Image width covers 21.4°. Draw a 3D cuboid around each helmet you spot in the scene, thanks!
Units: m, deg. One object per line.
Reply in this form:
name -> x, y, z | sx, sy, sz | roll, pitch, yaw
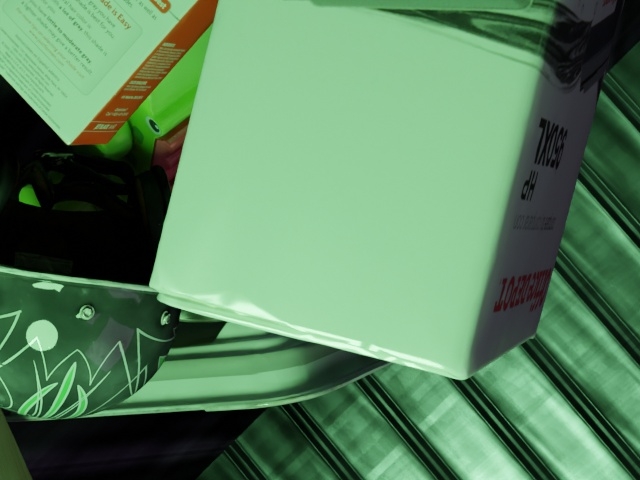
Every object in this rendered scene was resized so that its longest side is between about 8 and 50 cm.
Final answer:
helmet -> -0.161, 0.031, 1.035 | 0.169, 0.161, 0.169 | -3, 151, -2

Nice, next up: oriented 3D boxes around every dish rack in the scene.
dish rack -> -0.106, 0.100, 1.547 | 0.333, 0.072, 0.285 | -7, -176, 26

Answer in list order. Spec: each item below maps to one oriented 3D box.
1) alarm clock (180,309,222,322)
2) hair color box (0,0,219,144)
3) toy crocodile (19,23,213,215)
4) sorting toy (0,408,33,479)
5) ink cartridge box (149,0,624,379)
alarm clock -> -0.104, 0.012, 1.464 | 0.192, 0.129, 0.064 | -50, 149, -68
hair color box -> -0.102, -0.142, 0.906 | 0.167, 0.093, 0.053 | -46, 171, 16
toy crocodile -> -0.120, -0.058, 1.144 | 0.115, 0.105, 0.340 | -38, 168, -30
sorting toy -> -0.320, 0.269, 1.338 | 0.089, 0.257, 0.255 | -20, -174, 27
ink cartridge box -> 0.070, -0.142, 0.889 | 0.285, 0.166, 0.395 | -3, 107, -76
